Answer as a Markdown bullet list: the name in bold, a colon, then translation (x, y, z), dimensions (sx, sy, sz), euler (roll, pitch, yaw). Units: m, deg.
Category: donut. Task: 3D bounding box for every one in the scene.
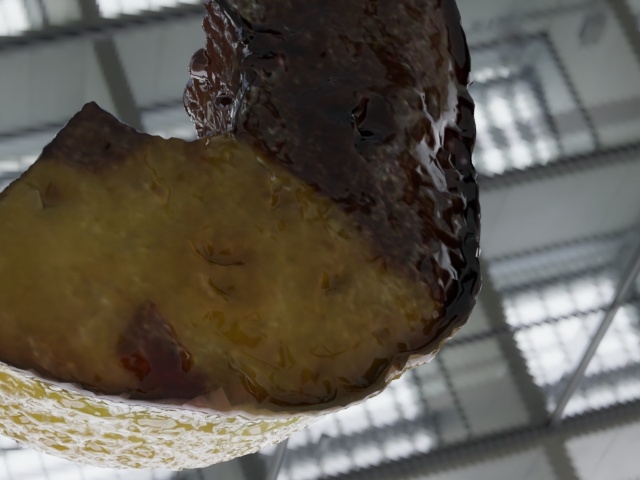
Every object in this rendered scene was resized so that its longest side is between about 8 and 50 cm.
- **donut**: translation (-0.021, -0.004, 0.740), dimensions (0.151, 0.112, 0.295), euler (39, -129, -2)
